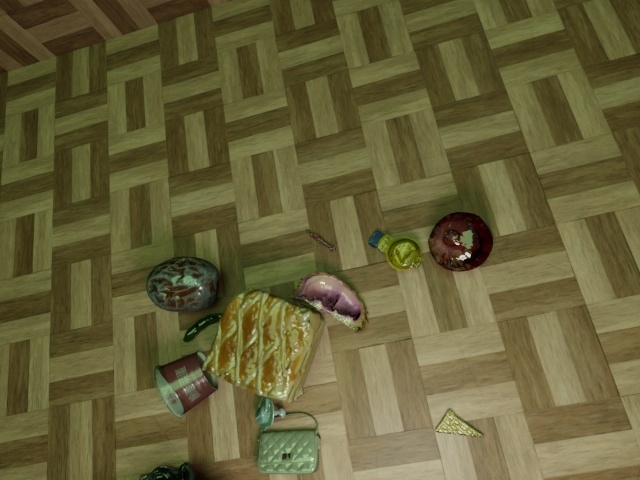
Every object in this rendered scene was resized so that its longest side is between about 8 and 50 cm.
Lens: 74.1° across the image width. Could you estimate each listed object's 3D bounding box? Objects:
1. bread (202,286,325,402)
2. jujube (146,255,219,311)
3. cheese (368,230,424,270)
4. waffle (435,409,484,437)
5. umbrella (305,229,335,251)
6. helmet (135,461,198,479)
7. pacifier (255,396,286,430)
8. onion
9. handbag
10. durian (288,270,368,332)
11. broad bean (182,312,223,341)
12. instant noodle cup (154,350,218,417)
[{"bbox_3d":[-0.210,0.413,1.680,0.371,0.279,0.390,19,81,18],"label":"bread"},{"bbox_3d":[-0.589,0.190,1.851,0.308,0.215,0.246,-14,73,6],"label":"jujube"},{"bbox_3d":[0.319,0.037,1.789,0.250,0.064,0.156,32,82,28],"label":"cheese"},{"bbox_3d":[0.515,0.714,1.573,0.153,0.023,0.097,33,84,18],"label":"waffle"},{"bbox_3d":[0.000,0.000,1.886,0.165,0.025,0.027,33,61,17],"label":"umbrella"},{"bbox_3d":[-0.602,1.014,1.611,0.338,0.271,0.197,-21,101,6],"label":"helmet"},{"bbox_3d":[-0.194,0.677,1.675,0.117,0.150,0.126,6,45,-27],"label":"pacifier"},{"bbox_3d":[0.551,0.005,1.684,0.246,0.190,0.246,-6,78,28],"label":"onion"},{"bbox_3d":[-0.124,0.790,1.657,0.256,0.079,0.219,-7,61,8],"label":"handbag"},{"bbox_3d":[0.049,0.252,1.762,0.341,0.112,0.191,25,50,4],"label":"durian"},{"bbox_3d":[-0.515,0.375,1.876,0.227,0.039,0.069,-27,76,3],"label":"broad bean"},{"bbox_3d":[-0.541,0.574,1.735,0.178,0.235,0.234,-29,70,-7],"label":"instant noodle cup"}]
